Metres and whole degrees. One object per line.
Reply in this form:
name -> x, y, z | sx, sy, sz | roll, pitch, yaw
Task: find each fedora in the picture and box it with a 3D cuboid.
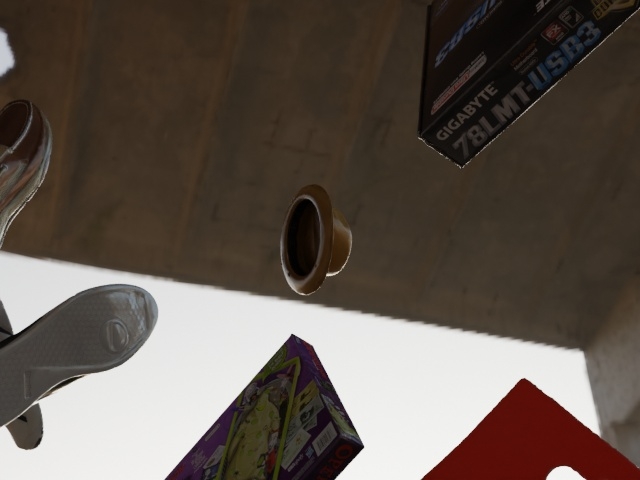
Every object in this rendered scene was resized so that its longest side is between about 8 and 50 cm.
fedora -> 0.000, 0.000, 1.969 | 0.079, 0.194, 0.194 | 6, -41, -32

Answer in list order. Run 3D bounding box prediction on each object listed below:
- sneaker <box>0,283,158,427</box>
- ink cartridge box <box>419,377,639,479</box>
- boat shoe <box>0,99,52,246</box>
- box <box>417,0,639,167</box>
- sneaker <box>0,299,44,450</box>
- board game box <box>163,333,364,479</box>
sneaker -> -0.342, 0.138, 1.378 | 0.147, 0.296, 0.104 | -13, -75, 50
ink cartridge box -> 0.070, 0.269, 0.780 | 0.385, 0.308, 0.091 | -42, -57, -5
boat shoe -> -0.475, -0.086, 1.568 | 0.123, 0.324, 0.116 | -9, -43, 27
box -> 0.223, -0.262, 1.185 | 0.073, 0.293, 0.295 | 33, -54, -17
sneaker -> -0.455, 0.185, 1.446 | 0.153, 0.094, 0.235 | -21, -61, -19
board game box -> -0.102, 0.304, 1.403 | 0.056, 0.208, 0.347 | 31, -73, -37
